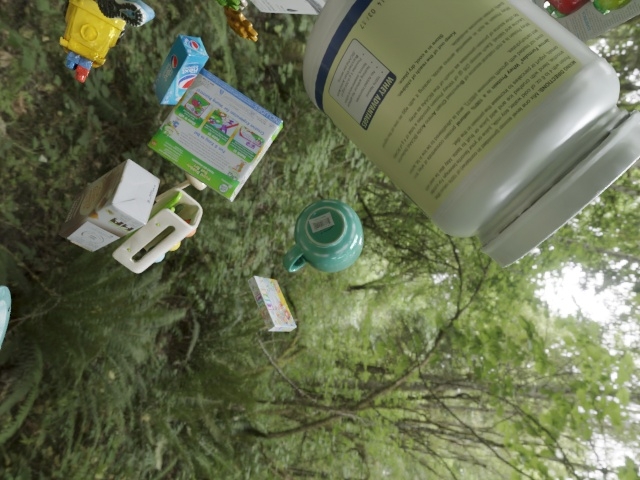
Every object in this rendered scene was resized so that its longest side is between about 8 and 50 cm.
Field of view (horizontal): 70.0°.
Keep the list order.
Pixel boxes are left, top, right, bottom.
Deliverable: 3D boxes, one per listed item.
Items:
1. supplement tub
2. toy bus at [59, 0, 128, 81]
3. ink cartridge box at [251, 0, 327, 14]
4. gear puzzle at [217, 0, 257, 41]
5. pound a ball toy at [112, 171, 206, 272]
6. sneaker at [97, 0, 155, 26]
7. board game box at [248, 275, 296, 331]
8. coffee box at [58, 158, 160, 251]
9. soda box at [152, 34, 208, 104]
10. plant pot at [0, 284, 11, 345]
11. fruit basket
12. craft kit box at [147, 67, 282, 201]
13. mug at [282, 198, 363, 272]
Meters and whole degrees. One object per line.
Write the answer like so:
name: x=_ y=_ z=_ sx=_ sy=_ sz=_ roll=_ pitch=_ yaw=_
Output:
supplement tub: x=0.163 y=-0.154 z=0.522 sx=0.235 sy=0.325 sz=0.235 roll=-40 pitch=167 yaw=-11
toy bus: x=-0.637 y=-0.542 z=1.253 sx=0.220 sy=0.149 sz=0.212 roll=36 pitch=-76 yaw=58
ink cartridge box: x=-0.034 y=-0.555 z=0.920 sx=0.198 sy=0.272 sz=0.115 roll=0 pitch=101 yaw=-71
gear puzzle: x=-0.225 y=-0.482 z=0.819 sx=0.044 sy=0.175 sz=0.339 roll=-50 pitch=147 yaw=-1
pound a ball toy: x=-0.471 y=-0.057 z=1.421 sx=0.135 sy=0.319 sz=0.208 roll=43 pitch=27 yaw=-27
sneaker: x=-0.475 y=-0.569 z=1.115 sx=0.073 sy=0.162 sz=0.064 roll=-47 pitch=164 yaw=-50
board game box: x=-0.132 y=0.173 z=1.247 sx=0.103 sy=0.026 sz=0.154 roll=19 pitch=40 yaw=-58
coffee box: x=-0.531 y=-0.082 z=1.149 sx=0.098 sy=0.246 sz=0.141 roll=38 pitch=44 yaw=-40
soda box: x=-0.402 y=-0.479 z=1.299 sx=0.210 sy=0.067 sz=0.071 roll=-36 pitch=-104 yaw=44
plant pot: x=-0.726 y=0.148 z=0.812 sx=0.271 sy=0.255 sz=0.272 roll=-167 pitch=-90 yaw=-72
fruit basket: x=0.641 y=-0.617 z=1.059 sx=0.353 sy=0.165 sz=0.328 roll=-26 pitch=-118 yaw=44
craft kit box: x=-0.265 y=-0.269 z=1.174 sx=0.247 sy=0.249 sz=0.061 roll=-56 pitch=-178 yaw=-9
mug: x=0.010 y=-0.001 z=0.863 sx=0.097 sy=0.129 sz=0.158 roll=64 pitch=48 yaw=-71
